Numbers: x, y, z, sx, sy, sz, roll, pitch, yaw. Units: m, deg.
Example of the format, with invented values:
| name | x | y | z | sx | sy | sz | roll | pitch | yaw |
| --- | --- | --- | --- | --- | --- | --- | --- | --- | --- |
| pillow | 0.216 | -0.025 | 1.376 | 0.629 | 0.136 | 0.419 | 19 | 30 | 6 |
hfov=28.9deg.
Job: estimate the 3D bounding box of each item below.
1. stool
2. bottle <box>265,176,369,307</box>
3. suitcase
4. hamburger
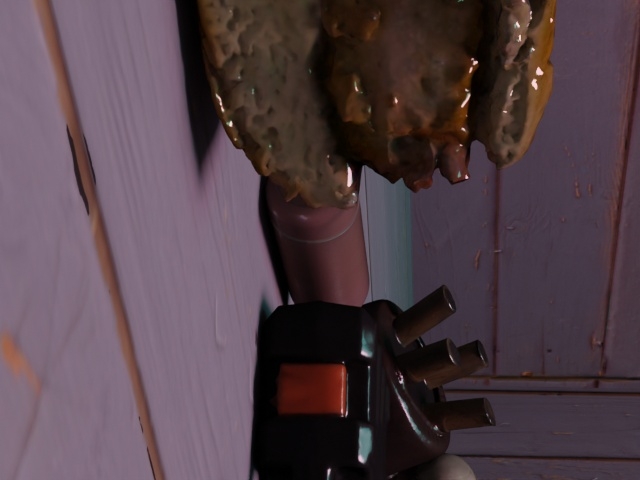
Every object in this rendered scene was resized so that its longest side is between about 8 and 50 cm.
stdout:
| name | x | y | z | sx | sy | sz | roll | pitch | yaw |
| --- | --- | --- | --- | --- | --- | --- | --- | --- | --- |
| stool | 0.067 | 0.131 | 0.920 | 0.125 | 0.121 | 0.217 | -34 | 104 | -74 |
| bottle | 0.000 | 0.000 | 0.740 | 0.140 | 0.053 | 0.053 | 79 | 13 | -61 |
| suitcase | 0.003 | 0.195 | 0.726 | 0.206 | 0.066 | 0.285 | 73 | 18 | -69 |
| hamburger | 0.025 | -0.166 | 0.510 | 0.245 | 0.155 | 0.282 | 80 | 10 | -68 |
